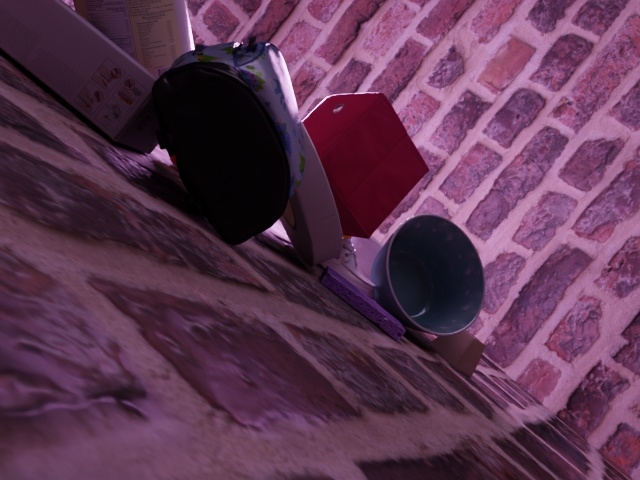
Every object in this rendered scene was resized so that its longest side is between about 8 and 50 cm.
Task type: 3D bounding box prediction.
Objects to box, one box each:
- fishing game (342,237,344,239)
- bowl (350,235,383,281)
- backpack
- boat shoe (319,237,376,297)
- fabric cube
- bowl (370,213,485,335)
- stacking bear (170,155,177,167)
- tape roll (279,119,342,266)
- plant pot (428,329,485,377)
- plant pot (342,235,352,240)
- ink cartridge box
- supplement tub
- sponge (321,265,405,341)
[{"bbox_3d":[0.000,0.000,2.117,0.189,0.041,0.264,39,18,3],"label":"fishing game"},{"bbox_3d":[0.177,0.095,2.069,0.298,0.134,0.298,38,3,-2],"label":"bowl"},{"bbox_3d":[-0.144,-0.204,1.207,0.290,0.273,0.355,67,-8,-23],"label":"backpack"},{"bbox_3d":[0.044,0.035,1.791,0.277,0.096,0.098,40,4,22],"label":"boat shoe"},{"bbox_3d":[0.064,-0.192,1.814,0.254,0.258,0.259,12,-36,55],"label":"fabric cube"},{"bbox_3d":[0.249,0.101,1.822,0.311,0.311,0.163,37,-31,-18],"label":"bowl"},{"bbox_3d":[-0.226,-0.193,1.596,0.164,0.175,0.289,41,-4,-9],"label":"stacking bear"},{"bbox_3d":[-0.063,-0.130,1.539,0.392,0.072,0.392,158,-90,-80],"label":"tape roll"},{"bbox_3d":[0.377,0.289,1.923,0.109,0.096,0.109,41,4,39],"label":"plant pot"},{"bbox_3d":[0.021,-0.103,2.432,0.291,0.203,0.291,37,4,-3],"label":"plant pot"},{"bbox_3d":[-0.408,-0.304,1.295,0.309,0.130,0.272,39,2,2],"label":"ink cartridge box"},{"bbox_3d":[-0.396,-0.467,1.523,0.235,0.235,0.325,-135,-144,-59],"label":"supplement tub"},{"bbox_3d":[0.089,0.133,1.546,0.210,0.031,0.117,38,4,-4],"label":"sponge"}]
